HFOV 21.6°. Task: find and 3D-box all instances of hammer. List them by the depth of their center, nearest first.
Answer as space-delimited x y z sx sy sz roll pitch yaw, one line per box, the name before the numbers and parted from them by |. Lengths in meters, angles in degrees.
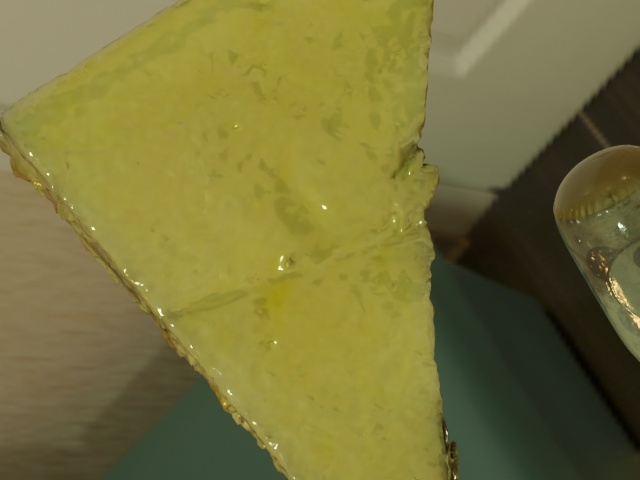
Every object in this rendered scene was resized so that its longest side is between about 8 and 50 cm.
hammer | 0.360 -0.042 1.472 0.305 0.202 0.113 -36 22 -9

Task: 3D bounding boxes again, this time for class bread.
bread | 0.000 0.000 0.750 0.198 0.263 0.236 -33 96 -8
